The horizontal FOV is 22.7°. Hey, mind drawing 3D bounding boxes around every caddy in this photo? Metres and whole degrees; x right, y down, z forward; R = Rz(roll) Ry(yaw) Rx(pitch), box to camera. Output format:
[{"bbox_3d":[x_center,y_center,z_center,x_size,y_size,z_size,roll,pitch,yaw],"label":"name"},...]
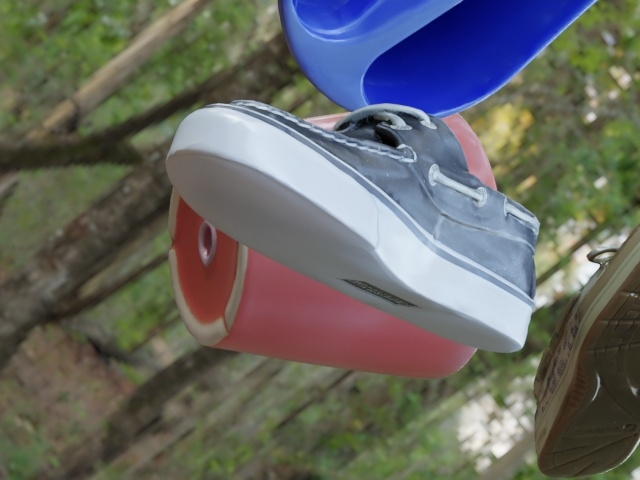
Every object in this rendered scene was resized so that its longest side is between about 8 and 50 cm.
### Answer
[{"bbox_3d":[0.104,-0.243,1.150,0.241,0.341,0.179,46,2,-39],"label":"caddy"}]

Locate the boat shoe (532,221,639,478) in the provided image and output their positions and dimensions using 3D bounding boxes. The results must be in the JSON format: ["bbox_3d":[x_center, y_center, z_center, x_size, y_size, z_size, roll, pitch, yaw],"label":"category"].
[{"bbox_3d":[0.213,0.062,1.155,0.285,0.105,0.089,113,-26,-44],"label":"boat shoe"}]

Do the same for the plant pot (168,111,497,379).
[{"bbox_3d":[0.000,0.000,1.516,0.275,0.243,0.275,179,-90,-65],"label":"plant pot"}]

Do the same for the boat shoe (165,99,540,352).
[{"bbox_3d":[0.034,-0.027,0.875,0.108,0.102,0.301,6,-16,41],"label":"boat shoe"}]
